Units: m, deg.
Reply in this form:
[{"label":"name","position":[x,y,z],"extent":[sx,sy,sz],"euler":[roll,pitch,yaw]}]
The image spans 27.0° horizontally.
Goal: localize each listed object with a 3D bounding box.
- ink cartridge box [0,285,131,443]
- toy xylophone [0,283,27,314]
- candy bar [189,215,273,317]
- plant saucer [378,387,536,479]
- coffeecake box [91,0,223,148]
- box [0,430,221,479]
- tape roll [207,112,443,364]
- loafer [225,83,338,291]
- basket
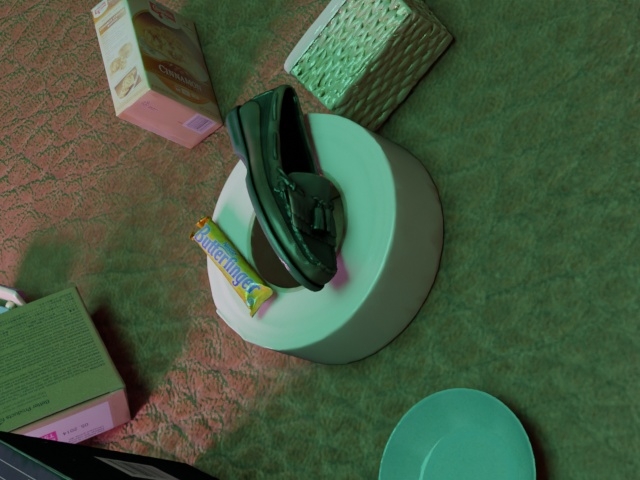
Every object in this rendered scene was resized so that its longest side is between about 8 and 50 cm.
[{"label":"ink cartridge box","position":[-0.391,0.188,1.748],"extent":[0.234,0.088,0.193],"euler":[-20,53,-16]},{"label":"toy xylophone","position":[-0.528,0.211,1.907],"extent":[0.236,0.081,0.323],"euler":[0,60,41]},{"label":"candy bar","position":[-0.105,0.028,1.557],"extent":[0.040,0.018,0.161],"euler":[-53,51,14]},{"label":"plant saucer","position":[0.148,0.253,1.391],"extent":[0.195,0.037,0.195],"euler":[-13,68,37]},{"label":"coffeecake box","position":[-0.220,-0.233,1.789],"extent":[0.068,0.142,0.186],"euler":[-34,57,26]},{"label":"box","position":[-0.255,0.400,1.475],"extent":[0.179,0.343,0.313],"euler":[16,86,40]},{"label":"tape roll","position":[0.000,0.000,1.558],"extent":[0.286,0.100,0.286],"euler":[-13,68,36]},{"label":"loafer","position":[-0.032,-0.068,1.481],"extent":[0.084,0.096,0.268],"euler":[-36,53,18]},{"label":"basket","position":[0.059,-0.224,1.575],"extent":[0.167,0.113,0.103],"euler":[-49,55,16]}]
